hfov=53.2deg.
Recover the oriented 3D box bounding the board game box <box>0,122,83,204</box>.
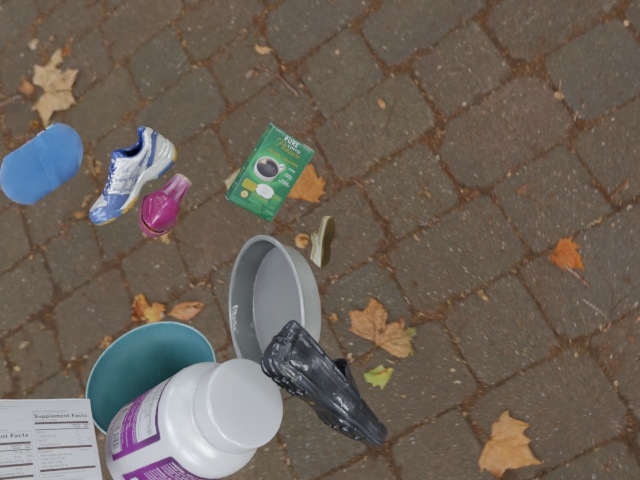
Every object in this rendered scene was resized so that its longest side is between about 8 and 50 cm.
[{"bbox_3d":[-0.516,-0.145,1.171,0.033,0.133,0.168,35,60,20],"label":"board game box"}]

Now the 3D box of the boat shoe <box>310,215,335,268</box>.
[{"bbox_3d":[0.000,0.000,1.459,0.045,0.050,0.135,28,124,28],"label":"boat shoe"}]

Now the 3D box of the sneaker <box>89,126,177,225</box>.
[{"bbox_3d":[-0.523,-0.176,1.688,0.296,0.131,0.112,-48,40,-4],"label":"sneaker"}]

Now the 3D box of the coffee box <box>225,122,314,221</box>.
[{"bbox_3d":[-0.107,-0.143,1.357,0.184,0.113,0.040,-58,26,8],"label":"coffee box"}]

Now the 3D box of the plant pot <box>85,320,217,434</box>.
[{"bbox_3d":[-0.356,0.361,1.464,0.290,0.195,0.290,-5,49,6],"label":"plant pot"}]

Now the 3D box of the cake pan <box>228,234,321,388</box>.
[{"bbox_3d":[-0.090,0.135,1.220,0.293,0.054,0.293,1,91,56],"label":"cake pan"}]

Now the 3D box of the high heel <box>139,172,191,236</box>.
[{"bbox_3d":[-0.313,-0.031,1.189,0.244,0.082,0.117,-27,27,53],"label":"high heel"}]

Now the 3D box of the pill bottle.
[{"bbox_3d":[-0.193,0.284,0.973,0.301,0.169,0.169,-34,63,41],"label":"pill bottle"}]

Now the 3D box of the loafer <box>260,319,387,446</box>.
[{"bbox_3d":[0.018,0.188,0.819,0.076,0.223,0.078,-7,44,51],"label":"loafer"}]

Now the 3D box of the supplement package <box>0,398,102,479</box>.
[{"bbox_3d":[-0.496,0.368,0.982,0.262,0.204,0.145,-42,54,30],"label":"supplement package"}]
